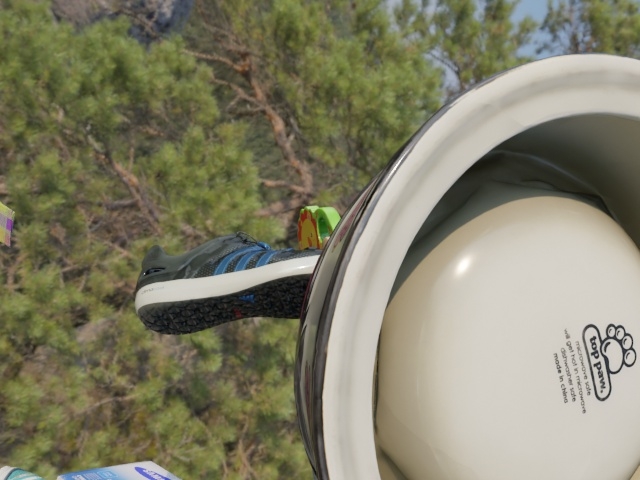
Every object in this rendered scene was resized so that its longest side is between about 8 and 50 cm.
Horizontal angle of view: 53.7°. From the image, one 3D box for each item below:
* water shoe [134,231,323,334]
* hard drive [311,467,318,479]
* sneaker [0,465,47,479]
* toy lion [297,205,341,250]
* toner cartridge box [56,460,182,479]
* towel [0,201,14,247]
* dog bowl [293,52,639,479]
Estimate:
[{"bbox_3d":[-0.056,0.022,0.535,0.073,0.203,0.080,88,-7,-52],"label":"water shoe"},{"bbox_3d":[0.016,0.178,0.599,0.094,0.022,0.135,-55,-145,43],"label":"hard drive"},{"bbox_3d":[-0.520,0.463,1.026,0.275,0.109,0.107,-98,-155,-74],"label":"sneaker"},{"bbox_3d":[0.000,0.000,0.673,0.100,0.034,0.096,112,-35,-51],"label":"toy lion"},{"bbox_3d":[-0.195,0.400,0.837,0.165,0.347,0.075,15,87,-52],"label":"toner cartridge box"},{"bbox_3d":[-0.652,-0.032,1.302,0.009,0.060,0.083,-11,120,-55],"label":"towel"},{"bbox_3d":[0.163,0.087,0.461,0.150,0.407,0.408,-5,-74,70],"label":"dog bowl"}]
